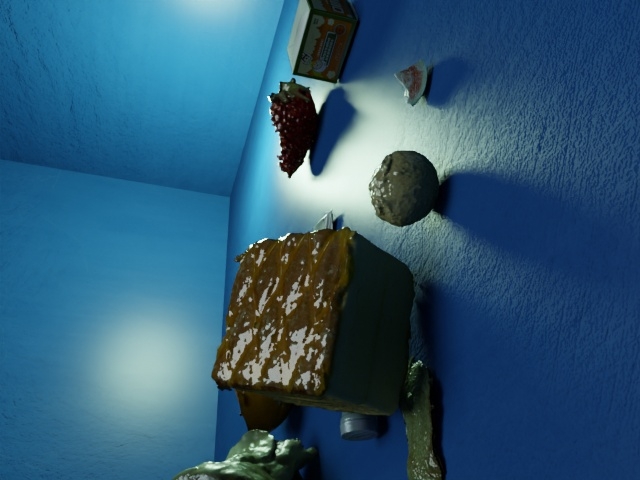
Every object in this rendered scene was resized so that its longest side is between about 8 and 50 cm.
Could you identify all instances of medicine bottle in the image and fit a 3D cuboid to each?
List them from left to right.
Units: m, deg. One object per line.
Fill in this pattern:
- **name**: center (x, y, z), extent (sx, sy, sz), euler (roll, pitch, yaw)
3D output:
- **medicine bottle**: center (0.064, 0.255, 1.056), extent (0.090, 0.090, 0.217), euler (118, 154, -51)

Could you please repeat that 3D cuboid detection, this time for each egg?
- **egg**: center (0.137, -0.088, 0.937), extent (0.140, 0.116, 0.118), euler (-60, -20, -30)

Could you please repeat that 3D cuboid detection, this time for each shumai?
- **shumai**: center (-0.124, 0.591, 1.248), extent (0.324, 0.397, 0.323), euler (-52, -4, 24)

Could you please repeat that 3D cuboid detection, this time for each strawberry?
- **strawberry**: center (-0.066, -0.363, 1.850), extent (0.233, 0.137, 0.307), euler (-71, -25, -53)

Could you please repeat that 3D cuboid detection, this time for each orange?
- **orange**: center (-0.194, 0.423, 1.587), extent (0.310, 0.274, 0.275), euler (17, -101, -64)

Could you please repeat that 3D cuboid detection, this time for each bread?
- **bread**: center (-0.008, 0.142, 0.967), extent (0.279, 0.207, 0.279), euler (-13, 57, 42)

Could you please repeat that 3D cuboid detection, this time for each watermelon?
- **watermelon**: center (0.163, -0.289, 1.050), extent (0.085, 0.061, 0.085), euler (-162, 90, -78)

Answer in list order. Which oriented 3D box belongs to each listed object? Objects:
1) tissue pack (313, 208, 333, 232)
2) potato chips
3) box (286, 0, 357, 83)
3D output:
- **tissue pack**: center (0.000, 0.000, 1.538), extent (0.193, 0.026, 0.123), euler (141, 136, -67)
- **potato chips**: center (0.152, 0.270, 0.863), extent (0.209, 0.026, 0.142), euler (-101, 21, -55)
- **box**: center (0.002, -0.586, 1.625), extent (0.178, 0.148, 0.195), euler (-103, 26, -47)
